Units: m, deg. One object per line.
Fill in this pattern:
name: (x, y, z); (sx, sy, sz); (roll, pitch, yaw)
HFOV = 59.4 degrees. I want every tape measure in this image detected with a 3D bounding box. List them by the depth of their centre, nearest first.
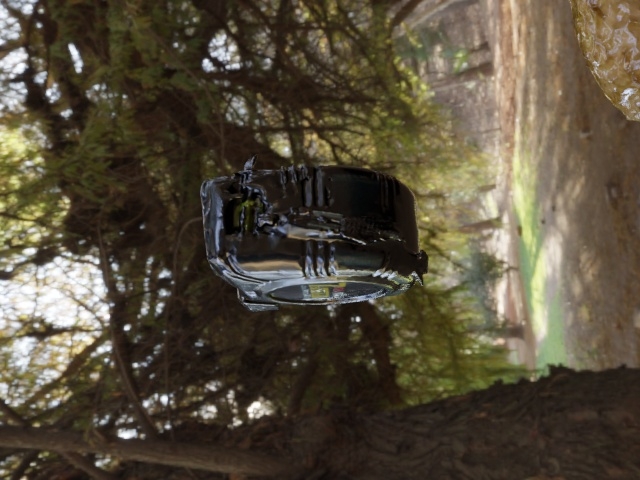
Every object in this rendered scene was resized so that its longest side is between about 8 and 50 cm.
tape measure: (0.000, 0.000, 0.511); (0.199, 0.186, 0.112); (84, -174, -76)

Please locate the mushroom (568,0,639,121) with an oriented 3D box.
mushroom: (0.239, -0.259, 0.409); (0.345, 0.239, 0.345); (43, -164, -15)
